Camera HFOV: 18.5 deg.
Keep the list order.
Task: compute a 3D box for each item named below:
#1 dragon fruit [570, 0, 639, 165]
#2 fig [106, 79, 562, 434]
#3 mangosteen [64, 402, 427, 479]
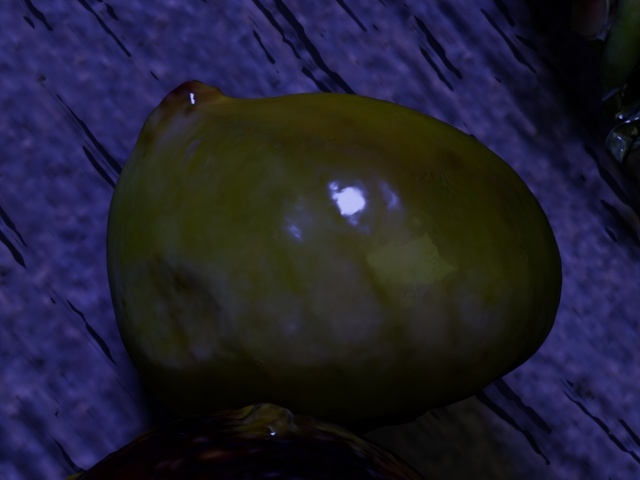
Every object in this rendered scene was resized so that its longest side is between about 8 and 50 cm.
[{"bbox_3d":[0.109,-0.149,0.758,0.137,0.135,0.235,12,86,-27],"label":"dragon fruit"},{"bbox_3d":[0.003,0.011,0.651,0.153,0.136,0.120,7,86,3],"label":"fig"},{"bbox_3d":[-0.035,0.159,0.575,0.217,0.192,0.192,-31,87,3],"label":"mangosteen"}]
